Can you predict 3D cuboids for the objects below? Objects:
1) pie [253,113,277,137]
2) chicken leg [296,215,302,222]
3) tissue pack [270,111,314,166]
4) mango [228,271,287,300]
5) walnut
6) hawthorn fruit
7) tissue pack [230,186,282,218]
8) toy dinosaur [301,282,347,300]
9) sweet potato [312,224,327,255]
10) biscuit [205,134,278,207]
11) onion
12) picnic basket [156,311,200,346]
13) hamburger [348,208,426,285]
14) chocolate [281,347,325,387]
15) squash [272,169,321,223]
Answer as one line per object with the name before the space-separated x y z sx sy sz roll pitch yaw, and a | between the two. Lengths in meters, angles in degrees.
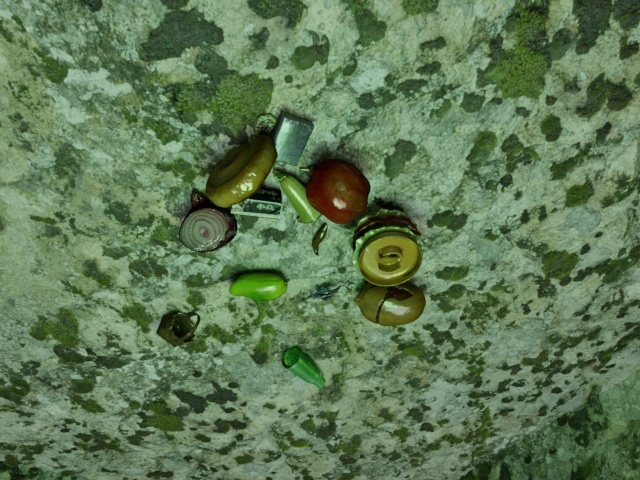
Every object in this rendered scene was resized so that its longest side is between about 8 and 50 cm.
pie | -0.172 -0.362 1.441 0.085 0.017 0.085 -4 129 -5
chicken leg | -0.047 -0.084 1.676 0.083 0.021 0.036 -11 119 0
tissue pack | -0.101 -0.321 1.455 0.112 0.051 0.156 11 124 -28
mango | -0.246 0.186 1.805 0.232 0.111 0.125 -7 124 -1
walnut | 0.285 0.258 1.883 0.297 0.203 0.203 -1 129 7
hawthorn fruit | 0.040 -0.176 1.504 0.253 0.205 0.205 33 117 -24
tissue pack | -0.219 -0.133 1.560 0.170 0.103 0.091 7 123 -13
toy dinosaur | 0.015 0.213 1.881 0.197 0.080 0.045 -15 126 4
sweet potato | -0.006 -0.002 1.737 0.041 0.038 0.153 23 127 3
biscuit | -0.255 -0.209 1.412 0.274 0.213 0.091 -28 129 22
onion | -0.396 -0.069 1.577 0.195 0.140 0.218 -24 91 10
picnic basket | -0.569 0.363 1.886 0.178 0.128 0.138 -22 130 22
hamburger | 0.239 0.012 1.668 0.274 0.212 0.275 -2 130 -2
chocolate | -0.068 0.627 2.188 0.110 0.110 0.291 -28 129 14
squash | -0.089 -0.163 1.577 0.094 0.094 0.224 -33 118 17
